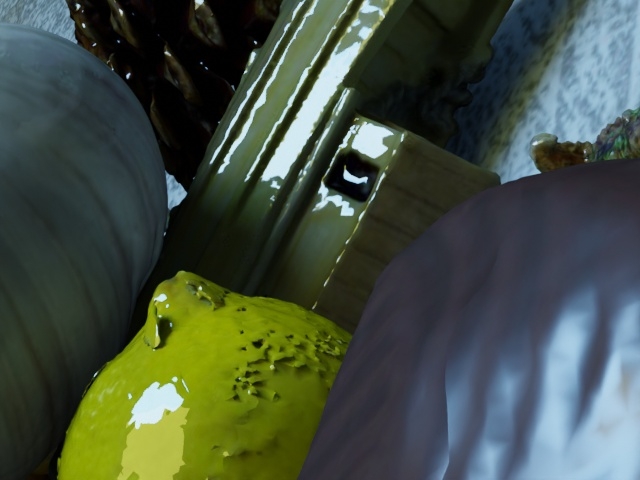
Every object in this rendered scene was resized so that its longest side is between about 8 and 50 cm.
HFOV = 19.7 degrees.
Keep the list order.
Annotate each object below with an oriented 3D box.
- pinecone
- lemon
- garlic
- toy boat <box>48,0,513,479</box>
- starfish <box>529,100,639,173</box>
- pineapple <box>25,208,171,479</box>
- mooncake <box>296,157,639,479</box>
[{"bbox_3d":[-0.069,-0.137,1.192,0.208,0.207,0.208,-43,31,35],"label":"pinecone"},{"bbox_3d":[-0.033,0.114,0.826,0.173,0.206,0.173,-22,9,4],"label":"lemon"},{"bbox_3d":[-0.229,0.022,0.920,0.317,0.317,0.259,-97,3,-51],"label":"garlic"},{"bbox_3d":[0.000,0.000,0.972,0.162,0.136,0.446,23,86,39],"label":"toy boat"},{"bbox_3d":[0.178,-0.057,0.814,0.209,0.053,0.150,-40,46,32],"label":"starfish"},{"bbox_3d":[-0.140,0.061,1.172,0.209,0.286,0.344,4,74,21],"label":"pineapple"},{"bbox_3d":[0.086,0.120,0.652,0.326,0.174,0.334,-53,27,23],"label":"mooncake"}]
